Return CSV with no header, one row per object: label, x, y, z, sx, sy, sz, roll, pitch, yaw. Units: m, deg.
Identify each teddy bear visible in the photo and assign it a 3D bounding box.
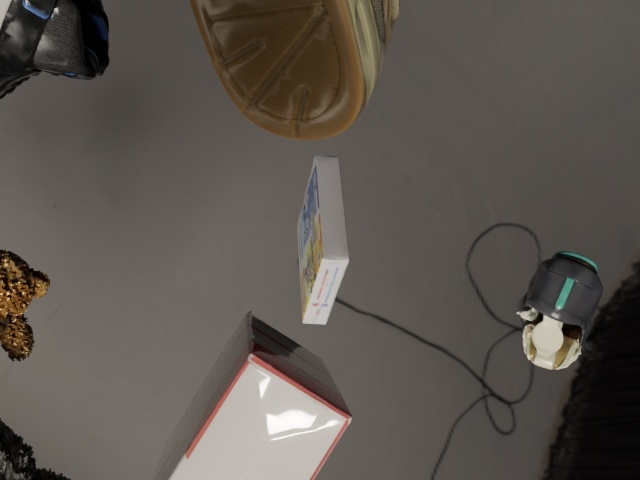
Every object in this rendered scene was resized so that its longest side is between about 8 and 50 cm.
teddy bear,-0.570,0.130,1.171,0.245,0.337,0.113,61,22,-44

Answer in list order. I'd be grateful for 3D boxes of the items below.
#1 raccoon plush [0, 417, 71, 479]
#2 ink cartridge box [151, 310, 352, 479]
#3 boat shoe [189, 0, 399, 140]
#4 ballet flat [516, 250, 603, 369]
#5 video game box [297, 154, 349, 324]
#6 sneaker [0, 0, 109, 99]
raccoon plush,-0.483,0.340,1.087,0.299,0.446,0.216,26,58,6
ink cartridge box,-0.048,0.115,0.471,0.067,0.198,0.115,33,89,-6
boat shoe,-0.022,-0.195,0.330,0.098,0.109,0.302,-57,142,-42
ballet flat,0.207,0.076,0.683,0.074,0.203,0.074,-4,66,10
video game box,0.000,0.000,1.217,0.048,0.187,0.205,2,53,-9
sneaker,-0.223,-0.134,0.570,0.121,0.217,0.079,16,65,-16
